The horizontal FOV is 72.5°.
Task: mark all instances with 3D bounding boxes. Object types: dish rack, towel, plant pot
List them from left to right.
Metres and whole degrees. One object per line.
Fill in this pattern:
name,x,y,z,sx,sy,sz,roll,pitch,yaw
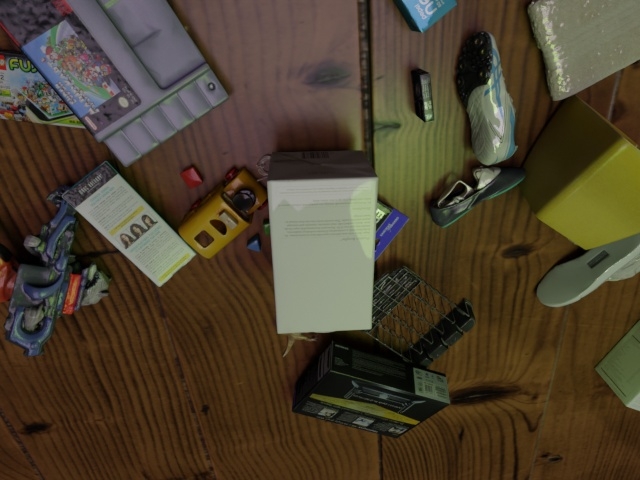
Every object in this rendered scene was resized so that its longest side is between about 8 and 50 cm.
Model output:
dish rack,0.210,0.176,1.018,0.271,0.074,0.208,35,109,-18
plant pot,0.506,-0.111,0.821,0.212,0.212,0.187,28,124,-17
towel,0.510,-0.394,0.753,0.282,0.049,0.187,-27,114,9

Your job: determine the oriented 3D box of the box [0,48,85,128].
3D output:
box,-0.456,-0.260,0.761,0.206,0.036,0.114,5,117,-6

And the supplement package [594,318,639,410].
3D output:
supplement package,0.850,0.298,1.086,0.133,0.139,0.244,21,115,-12

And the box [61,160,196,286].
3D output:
box,-0.367,-0.030,0.854,0.100,0.060,0.244,-44,115,-12

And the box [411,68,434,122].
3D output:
box,0.184,-0.262,0.787,0.018,0.067,0.083,-13,118,3

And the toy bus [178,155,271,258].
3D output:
toy bus,-0.178,-0.056,0.848,0.190,0.104,0.202,1,118,-5

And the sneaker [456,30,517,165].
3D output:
sneaker,0.311,-0.259,0.799,0.086,0.085,0.237,-27,116,-20

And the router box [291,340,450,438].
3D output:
router box,0.116,0.375,1.069,0.308,0.081,0.243,20,133,-14

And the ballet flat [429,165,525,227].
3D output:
ballet flat,0.309,-0.103,0.879,0.203,0.074,0.074,-33,115,16

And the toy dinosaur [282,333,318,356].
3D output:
toy dinosaur,-0.054,0.216,1.029,0.092,0.053,0.183,-5,146,-8

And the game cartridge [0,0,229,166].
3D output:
game cartridge,-0.341,-0.321,0.693,0.230,0.068,0.355,-38,116,-8

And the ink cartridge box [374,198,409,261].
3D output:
ink cartridge box,0.052,-0.012,0.922,0.208,0.045,0.206,29,111,-18

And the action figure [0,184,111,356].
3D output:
action figure,-0.583,0.032,0.872,0.330,0.178,0.341,22,84,-21

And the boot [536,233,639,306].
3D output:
boot,0.629,0.076,0.983,0.123,0.095,0.258,23,127,-32

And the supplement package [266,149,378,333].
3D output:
supplement package,0.000,0.000,0.800,0.177,0.175,0.293,-2,116,-3

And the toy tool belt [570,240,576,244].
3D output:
toy tool belt,0.586,-0.024,0.957,0.051,0.052,0.083,6,129,-51

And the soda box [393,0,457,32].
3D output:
soda box,0.126,-0.442,0.689,0.071,0.067,0.210,-36,115,14
